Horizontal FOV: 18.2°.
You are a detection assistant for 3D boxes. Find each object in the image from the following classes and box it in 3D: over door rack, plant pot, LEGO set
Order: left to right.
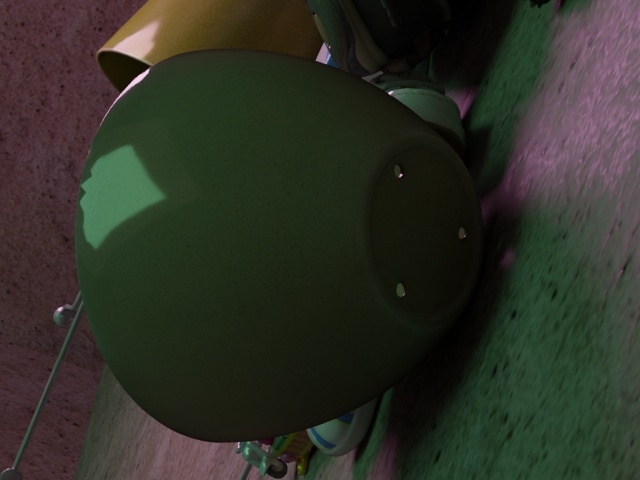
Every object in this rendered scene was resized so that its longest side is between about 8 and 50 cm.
[{"bbox_3d":[-0.164,0.163,1.952,0.108,0.239,0.324,-110,41,-73],"label":"over door rack"},{"bbox_3d":[-0.084,-0.267,2.503,0.293,0.275,0.275,-55,6,-12],"label":"plant pot"},{"bbox_3d":[-0.028,0.090,1.694,0.132,0.107,0.287,-88,18,-55],"label":"LEGO set"},{"bbox_3d":[0.000,0.000,1.380,0.191,0.284,0.284,-3,61,41],"label":"plant pot"}]

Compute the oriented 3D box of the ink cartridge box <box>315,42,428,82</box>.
[{"bbox_3d":[0.035,-0.140,1.897,0.090,0.092,0.143,-80,14,-50],"label":"ink cartridge box"}]

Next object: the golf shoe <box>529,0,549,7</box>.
[{"bbox_3d":[0.162,-0.256,1.470,0.094,0.077,0.198,-57,23,32],"label":"golf shoe"}]

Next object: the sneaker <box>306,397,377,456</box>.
[{"bbox_3d":[-0.029,0.051,1.570,0.091,0.126,0.240,-35,53,49],"label":"sneaker"}]

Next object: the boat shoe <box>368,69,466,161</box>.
[{"bbox_3d":[0.061,-0.095,1.615,0.277,0.098,0.096,143,145,-77],"label":"boat shoe"}]

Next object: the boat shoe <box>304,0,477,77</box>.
[{"bbox_3d":[0.084,-0.216,1.709,0.130,0.132,0.355,-26,8,15],"label":"boat shoe"}]
